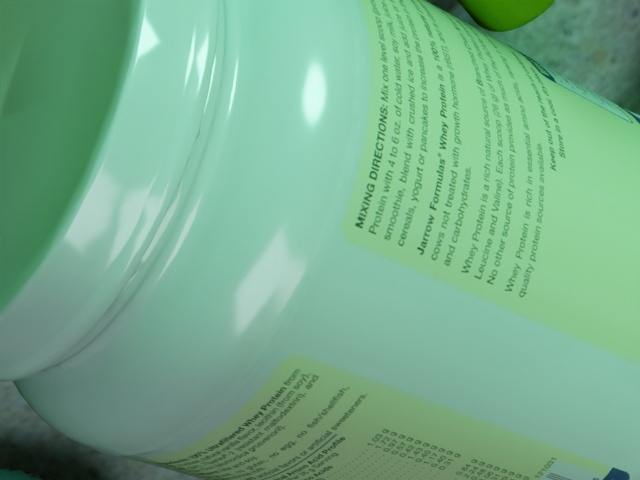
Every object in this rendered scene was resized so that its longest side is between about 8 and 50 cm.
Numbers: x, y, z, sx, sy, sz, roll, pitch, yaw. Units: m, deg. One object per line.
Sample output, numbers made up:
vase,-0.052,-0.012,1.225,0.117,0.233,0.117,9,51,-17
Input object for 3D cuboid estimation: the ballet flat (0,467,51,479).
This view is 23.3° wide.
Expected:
ballet flat,-0.267,0.322,0.882,0.182,0.164,0.483,27,105,-11

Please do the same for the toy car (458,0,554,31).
toy car,0.112,-0.183,0.637,0.155,0.188,0.149,45,68,-34

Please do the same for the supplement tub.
supplement tub,0.000,0.000,0.702,0.325,0.235,0.235,22,111,-33
